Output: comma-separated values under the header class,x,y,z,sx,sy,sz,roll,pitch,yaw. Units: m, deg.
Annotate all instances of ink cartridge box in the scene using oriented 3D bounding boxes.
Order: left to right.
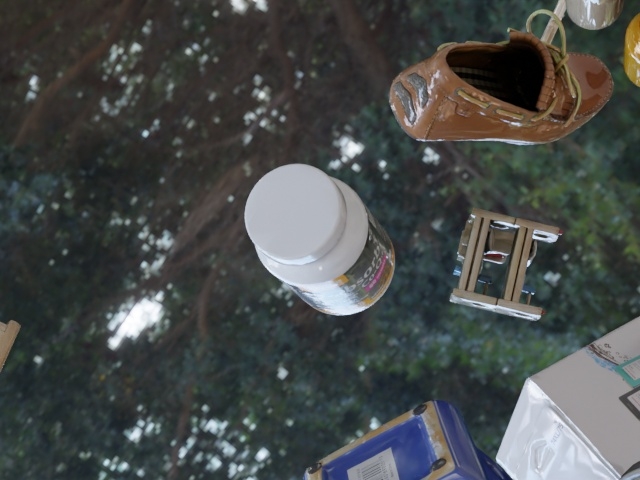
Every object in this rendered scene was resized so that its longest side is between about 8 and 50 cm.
class,x,y,z,sx,sy,sz,roll,pitch,yaw
ink cartridge box,0.417,0.258,1.689,0.270,0.198,0.197,-23,-125,-27

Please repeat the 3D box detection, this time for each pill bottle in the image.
class,x,y,z,sx,sy,sz,roll,pitch,yaw
pill bottle,0.000,0.000,1.721,0.162,0.162,0.278,52,-177,22

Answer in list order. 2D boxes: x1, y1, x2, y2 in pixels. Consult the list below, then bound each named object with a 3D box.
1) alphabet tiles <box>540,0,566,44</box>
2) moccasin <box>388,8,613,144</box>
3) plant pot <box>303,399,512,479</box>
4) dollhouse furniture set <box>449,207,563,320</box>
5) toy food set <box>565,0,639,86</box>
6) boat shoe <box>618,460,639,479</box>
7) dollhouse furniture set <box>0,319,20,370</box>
class,x,y,z,sx,sy,sz,roll,pitch,yaw
alphabet tiles,0.399,-0.342,2.228,0.021,0.284,0.278,24,-145,5
moccasin,0.261,-0.213,1.623,0.380,0.147,0.139,-1,-118,-39
plant pot,0.108,0.324,1.334,0.212,0.236,0.236,59,-174,-18
dollhouse furniture set,0.261,0.045,1.786,0.129,0.129,0.183,14,171,4
toy food set,0.203,-0.226,0.803,0.111,0.232,0.104,11,176,12
boat shoe,0.389,0.304,1.377,0.095,0.335,0.112,-40,-118,-20
dollhouse furniture set,-0.428,0.146,1.120,0.174,0.355,0.303,30,-121,-19
